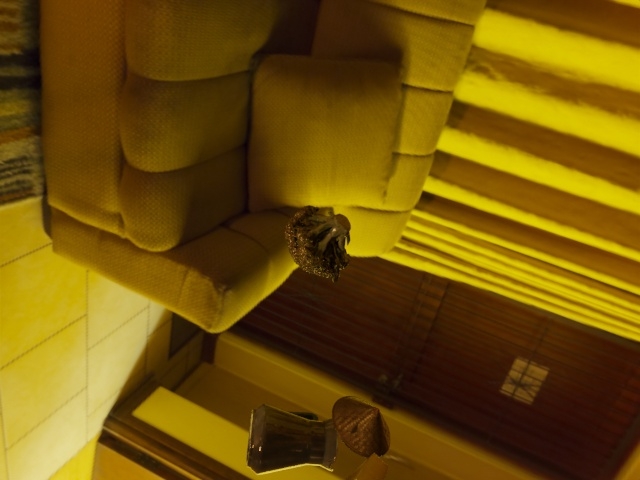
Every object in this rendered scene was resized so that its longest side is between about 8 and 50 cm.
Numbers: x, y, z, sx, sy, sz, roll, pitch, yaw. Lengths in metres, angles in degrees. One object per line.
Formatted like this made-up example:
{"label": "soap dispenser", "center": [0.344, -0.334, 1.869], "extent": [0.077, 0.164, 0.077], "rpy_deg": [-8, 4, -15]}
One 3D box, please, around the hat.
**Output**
{"label": "hat", "center": [0.102, 0.369, 1.087], "extent": [0.067, 0.146, 0.146], "rpy_deg": [-55, 173, 30]}

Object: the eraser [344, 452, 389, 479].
{"label": "eraser", "center": [0.067, 0.480, 1.007], "extent": [0.122, 0.045, 0.097], "rpy_deg": [-52, 166, 24]}

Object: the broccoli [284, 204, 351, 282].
{"label": "broccoli", "center": [0.000, 0.000, 0.908], "extent": [0.120, 0.130, 0.131], "rpy_deg": [-42, -172, 30]}

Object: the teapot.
{"label": "teapot", "center": [-0.075, 0.517, 1.375], "extent": [0.203, 0.225, 0.170], "rpy_deg": [-110, -151, -72]}
